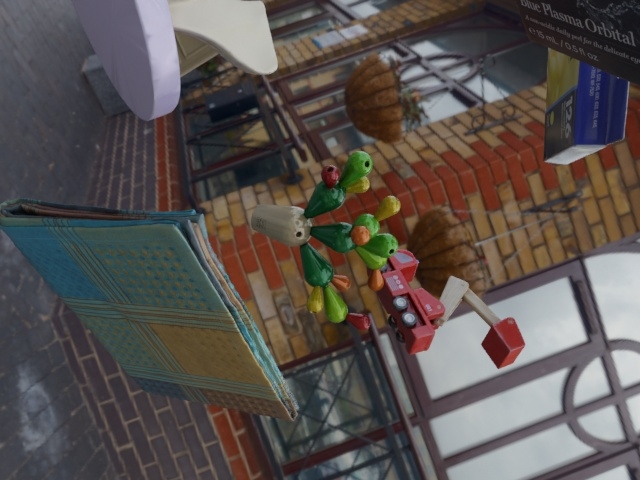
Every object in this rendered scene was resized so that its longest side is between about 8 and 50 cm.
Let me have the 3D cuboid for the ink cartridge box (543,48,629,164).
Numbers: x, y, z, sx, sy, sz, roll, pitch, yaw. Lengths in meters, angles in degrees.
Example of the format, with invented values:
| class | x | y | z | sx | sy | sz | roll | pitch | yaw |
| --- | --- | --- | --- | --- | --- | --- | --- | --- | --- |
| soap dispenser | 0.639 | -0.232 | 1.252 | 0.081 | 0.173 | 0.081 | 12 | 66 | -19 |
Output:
| class | x | y | z | sx | sy | sz | roll | pitch | yaw |
| --- | --- | --- | --- | --- | --- | --- | --- | --- | --- |
| ink cartridge box | 0.499 | -0.316 | 1.052 | 0.307 | 0.072 | 0.303 | 3 | 92 | -80 |

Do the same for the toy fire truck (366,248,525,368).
| class | x | y | z | sx | sy | sz | roll | pitch | yaw |
| --- | --- | --- | --- | --- | --- | --- | --- | --- | --- |
| toy fire truck | 0.154 | 0.083 | 0.707 | 0.047 | 0.135 | 0.192 | 97 | -25 | -49 |

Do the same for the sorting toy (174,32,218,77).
| class | x | y | z | sx | sy | sz | roll | pitch | yaw |
| --- | --- | --- | --- | --- | --- | --- | --- | --- | --- |
| sorting toy | -0.302 | -0.455 | 1.016 | 0.307 | 0.229 | 0.041 | 66 | 28 | -5 |

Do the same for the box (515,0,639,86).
| class | x | y | z | sx | sy | sz | roll | pitch | yaw |
| --- | --- | --- | --- | --- | --- | --- | --- | --- | --- |
| box | 0.158 | -0.163 | 0.257 | 0.158 | 0.093 | 0.156 | 50 | 6 | -39 |

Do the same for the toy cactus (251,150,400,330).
| class | x | y | z | sx | sy | sz | roll | pitch | yaw |
| --- | --- | --- | --- | --- | --- | --- | --- | --- | --- |
| toy cactus | 0.000 | 0.000 | 0.653 | 0.112 | 0.180 | 0.219 | -51 | 150 | -52 |

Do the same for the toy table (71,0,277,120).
| class | x | y | z | sx | sy | sz | roll | pitch | yaw |
| --- | --- | --- | --- | --- | --- | --- | --- | --- | --- |
| toy table | -0.137 | -0.266 | 0.501 | 0.252 | 0.161 | 0.274 | 33 | -39 | 41 |

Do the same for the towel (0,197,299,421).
| class | x | y | z | sx | sy | sz | roll | pitch | yaw |
| --- | --- | --- | --- | --- | --- | --- | --- | --- | --- |
| towel | -0.192 | 0.097 | 0.670 | 0.370 | 0.271 | 0.040 | 71 | 33 | -42 |
